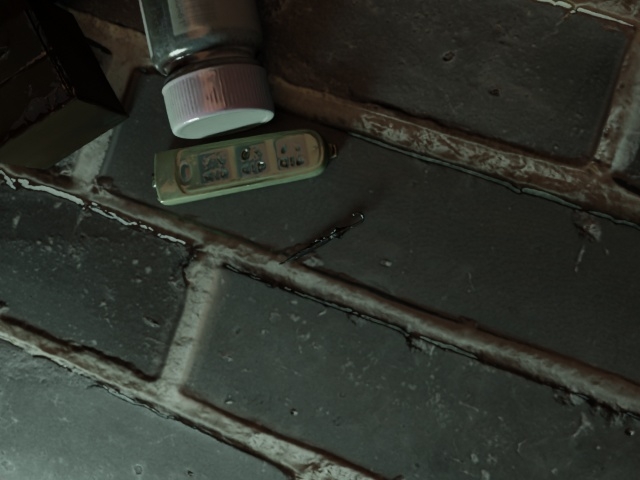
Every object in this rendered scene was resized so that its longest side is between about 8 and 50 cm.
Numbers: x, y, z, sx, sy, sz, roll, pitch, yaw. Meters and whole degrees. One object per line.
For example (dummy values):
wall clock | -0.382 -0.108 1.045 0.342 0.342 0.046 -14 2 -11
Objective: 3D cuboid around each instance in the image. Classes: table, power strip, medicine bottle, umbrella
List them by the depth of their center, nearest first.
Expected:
medicine bottle | -0.165 -0.294 1.112 0.165 0.165 0.273 -12 88 11
umbrella | 0.003 0.004 1.149 0.149 0.022 0.022 -34 107 16
table | -0.430 -0.235 1.158 0.169 0.172 0.193 -29 84 10
power strip | -0.117 -0.111 1.160 0.286 0.048 0.080 -8 89 10

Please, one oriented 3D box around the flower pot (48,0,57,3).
flower pot | -0.451 -0.456 1.156 0.269 0.166 0.269 -4 78 21
